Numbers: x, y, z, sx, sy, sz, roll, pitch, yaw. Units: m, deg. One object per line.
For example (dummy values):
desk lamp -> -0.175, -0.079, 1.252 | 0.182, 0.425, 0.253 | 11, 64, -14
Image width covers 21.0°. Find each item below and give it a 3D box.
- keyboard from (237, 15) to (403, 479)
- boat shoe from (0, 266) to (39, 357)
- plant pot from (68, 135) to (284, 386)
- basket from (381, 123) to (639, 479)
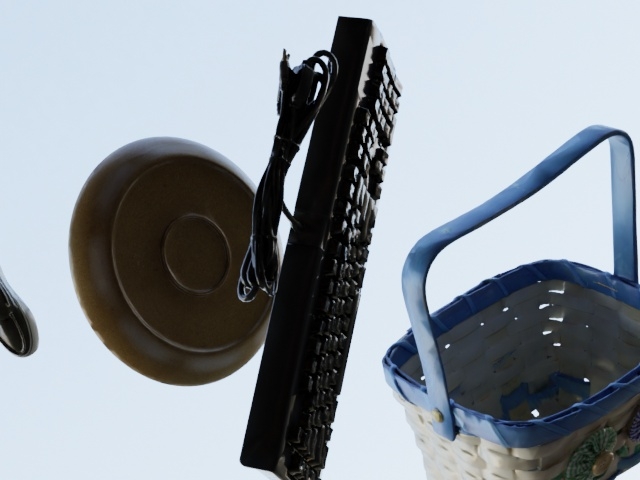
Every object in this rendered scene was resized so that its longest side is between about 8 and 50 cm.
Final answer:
keyboard -> 0.000, 0.000, 1.119 | 0.033, 0.317, 0.201 | 3, -20, 22
boat shoe -> -0.333, 0.059, 1.734 | 0.049, 0.142, 0.040 | -25, 7, 27
plant pot -> -0.122, 0.016, 1.586 | 0.236, 0.236, 0.032 | -11, -4, -39
basket -> 0.179, 0.076, 1.398 | 0.255, 0.201, 0.289 | -32, -58, -31
